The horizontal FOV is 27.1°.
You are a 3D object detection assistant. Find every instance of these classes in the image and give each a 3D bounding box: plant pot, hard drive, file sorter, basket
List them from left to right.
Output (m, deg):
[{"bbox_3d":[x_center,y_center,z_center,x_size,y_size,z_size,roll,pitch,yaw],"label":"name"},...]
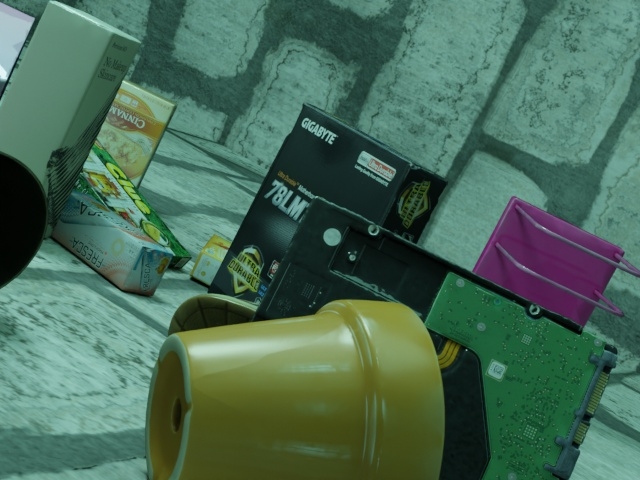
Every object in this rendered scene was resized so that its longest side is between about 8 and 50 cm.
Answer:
[{"bbox_3d":[-0.403,-0.051,1.233,0.227,0.154,0.204,26,16,35],"label":"basket"},{"bbox_3d":[-0.031,0.144,1.041,0.188,0.205,0.205,6,15,-21],"label":"plant pot"},{"bbox_3d":[0.092,0.135,1.284,0.339,0.237,0.064,25,-14,0],"label":"hard drive"},{"bbox_3d":[0.330,0.119,2.019,0.202,0.290,0.182,25,10,-9],"label":"file sorter"}]

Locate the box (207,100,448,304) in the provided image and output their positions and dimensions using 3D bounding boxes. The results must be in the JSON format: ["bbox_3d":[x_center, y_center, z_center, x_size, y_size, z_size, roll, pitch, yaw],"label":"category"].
[{"bbox_3d":[0.000,0.000,1.673,0.073,0.293,0.295,21,10,-34],"label":"box"}]

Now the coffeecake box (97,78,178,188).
[{"bbox_3d":[-0.328,-0.161,2.081,0.142,0.185,0.068,25,7,-4],"label":"coffeecake box"}]

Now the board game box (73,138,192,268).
[{"bbox_3d":[-0.292,-0.065,1.838,0.259,0.030,0.136,50,13,17],"label":"board game box"}]

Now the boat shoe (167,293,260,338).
[{"bbox_3d":[0.010,0.146,1.397,0.342,0.123,0.123,21,8,10],"label":"boat shoe"}]

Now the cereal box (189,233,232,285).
[{"bbox_3d":[-0.064,0.072,1.910,0.240,0.047,0.173,26,7,-3],"label":"cereal box"}]

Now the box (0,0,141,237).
[{"bbox_3d":[-0.327,-0.142,1.603,0.094,0.275,0.113,28,7,8],"label":"box"}]

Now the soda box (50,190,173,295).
[{"bbox_3d":[-0.268,0.000,1.649,0.183,0.063,0.058,32,8,36],"label":"soda box"}]

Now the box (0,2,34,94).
[{"bbox_3d":[-0.447,-0.161,1.380,0.213,0.243,0.117,24,43,-14],"label":"box"}]
